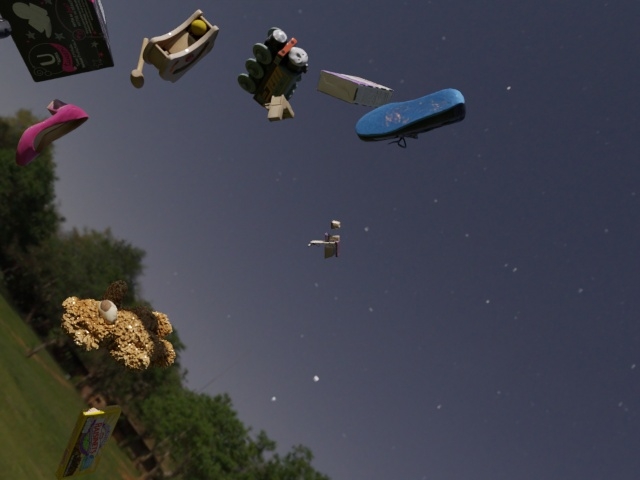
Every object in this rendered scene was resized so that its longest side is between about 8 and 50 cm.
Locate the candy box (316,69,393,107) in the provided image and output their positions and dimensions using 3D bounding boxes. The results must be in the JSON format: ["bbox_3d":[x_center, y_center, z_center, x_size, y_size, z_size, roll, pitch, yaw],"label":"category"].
[{"bbox_3d":[0.115,-0.495,1.956,0.165,0.196,0.070,30,-66,35],"label":"candy box"}]

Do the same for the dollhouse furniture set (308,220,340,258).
[{"bbox_3d":[0.000,0.000,1.487,0.081,0.114,0.091,2,-82,11],"label":"dollhouse furniture set"}]

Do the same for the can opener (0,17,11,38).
[{"bbox_3d":[-0.474,-0.262,0.751,0.059,0.186,0.073,15,-67,14],"label":"can opener"}]

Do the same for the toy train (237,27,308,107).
[{"bbox_3d":[-0.159,-0.586,2.066,0.190,0.142,0.334,38,-30,-7],"label":"toy train"}]

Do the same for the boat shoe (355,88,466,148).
[{"bbox_3d":[0.211,-0.266,1.384,0.258,0.109,0.089,-7,-31,26],"label":"boat shoe"}]

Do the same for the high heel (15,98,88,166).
[{"bbox_3d":[-0.815,-0.312,1.805,0.117,0.244,0.082,27,-20,9],"label":"high heel"}]

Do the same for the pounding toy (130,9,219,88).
[{"bbox_3d":[-0.424,-0.536,1.622,0.155,0.269,0.154,45,-10,-1],"label":"pounding toy"}]

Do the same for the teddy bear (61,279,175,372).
[{"bbox_3d":[-0.492,0.224,1.529,0.113,0.245,0.338,-23,-47,23],"label":"teddy bear"}]

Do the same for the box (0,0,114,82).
[{"bbox_3d":[-0.444,-0.412,0.955,0.247,0.142,0.163,90,-18,-54],"label":"box"}]

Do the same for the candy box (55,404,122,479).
[{"bbox_3d":[-0.588,0.511,1.510,0.027,0.105,0.206,35,-74,34],"label":"candy box"}]

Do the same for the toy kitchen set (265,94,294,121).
[{"bbox_3d":[-0.122,-0.337,1.610,0.068,0.075,0.083,-1,-26,20],"label":"toy kitchen set"}]
